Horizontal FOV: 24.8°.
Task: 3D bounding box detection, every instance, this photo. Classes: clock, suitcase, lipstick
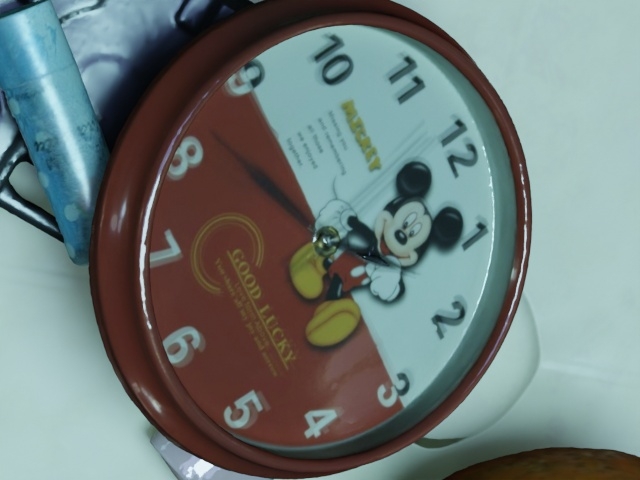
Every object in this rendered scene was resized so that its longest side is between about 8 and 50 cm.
[{"bbox_3d":[0.000,0.000,0.935,0.318,0.080,0.319,-6,101,-31],"label":"clock"},{"bbox_3d":[-0.124,-0.088,0.952,0.285,0.066,0.206,32,86,-21],"label":"suitcase"},{"bbox_3d":[-0.157,-0.064,0.882,0.048,0.048,0.158,-23,106,-15],"label":"lipstick"}]

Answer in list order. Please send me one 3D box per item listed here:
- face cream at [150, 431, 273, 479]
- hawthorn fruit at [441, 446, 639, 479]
[{"bbox_3d":[-0.021,0.105,1.022,0.198,0.057,0.084,-42,108,-10],"label":"face cream"},{"bbox_3d":[0.137,0.270,1.004,0.298,0.277,0.277,19,91,-11],"label":"hawthorn fruit"}]
